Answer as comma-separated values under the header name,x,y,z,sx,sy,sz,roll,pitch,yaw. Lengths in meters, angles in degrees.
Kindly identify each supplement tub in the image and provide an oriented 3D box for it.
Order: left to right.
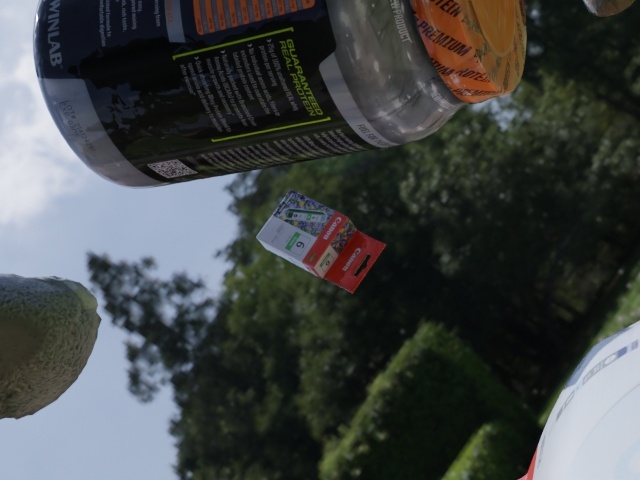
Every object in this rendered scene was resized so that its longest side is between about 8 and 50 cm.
name,x,y,z,sx,sy,sz,roll,pitch,yaw
supplement tub,-0.027,-0.150,0.808,0.194,0.316,0.193,24,-117,-59

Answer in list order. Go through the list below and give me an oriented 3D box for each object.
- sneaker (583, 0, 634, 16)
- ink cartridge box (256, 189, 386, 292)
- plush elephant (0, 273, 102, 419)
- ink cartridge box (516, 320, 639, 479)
name,x,y,z,sx,sy,sz,roll,pitch,yaw
sneaker,0.277,-0.308,1.131,0.064,0.086,0.192,-16,38,30
ink cartridge box,0.000,0.000,1.115,0.062,0.115,0.029,-55,-33,-12
plush elephant,-0.324,0.023,0.586,0.272,0.330,0.255,-50,18,0
ink cartridge box,0.162,0.181,0.791,0.385,0.091,0.308,-30,8,22
